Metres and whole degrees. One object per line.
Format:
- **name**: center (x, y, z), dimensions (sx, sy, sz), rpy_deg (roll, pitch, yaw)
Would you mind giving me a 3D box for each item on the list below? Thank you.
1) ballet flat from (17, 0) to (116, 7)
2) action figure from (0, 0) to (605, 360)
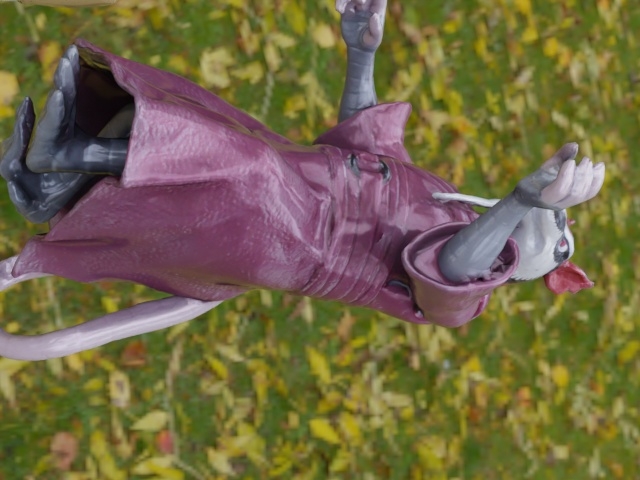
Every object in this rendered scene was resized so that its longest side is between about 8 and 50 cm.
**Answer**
- **ballet flat**: center (-0.194, -0.162, 0.651), dimensions (0.073, 0.080, 0.232), rpy_deg (-53, 133, -1)
- **action figure**: center (0.000, 0.000, 0.824), dimensions (0.370, 0.248, 0.275), rpy_deg (15, 113, -20)
